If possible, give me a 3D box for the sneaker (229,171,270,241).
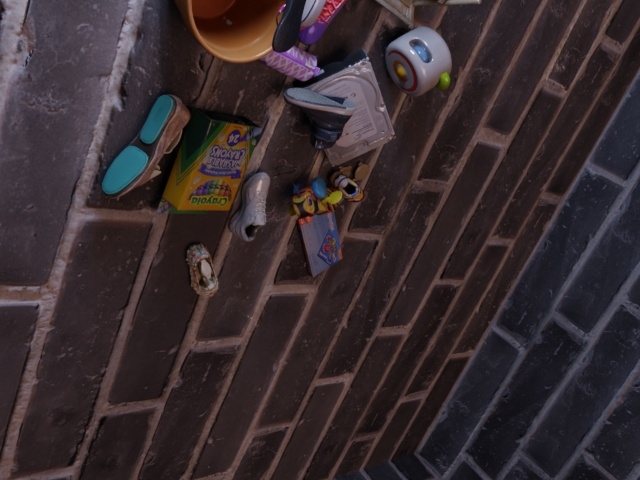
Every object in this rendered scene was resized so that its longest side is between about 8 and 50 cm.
[{"bbox_3d":[-0.197,-0.097,1.947,0.090,0.115,0.232,0,121,-42],"label":"sneaker"}]

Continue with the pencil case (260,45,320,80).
[{"bbox_3d":[-0.097,-0.506,1.731,0.206,0.088,0.086,10,112,-45],"label":"pencil case"}]

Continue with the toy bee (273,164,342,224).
[{"bbox_3d":[-0.045,-0.120,2.033,0.298,0.162,0.195,8,160,-36],"label":"toy bee"}]

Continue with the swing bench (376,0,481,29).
[{"bbox_3d":[0.287,-0.761,1.786,0.253,0.255,0.165,14,75,-48],"label":"swing bench"}]

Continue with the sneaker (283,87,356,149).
[{"bbox_3d":[-0.025,-0.351,1.834,0.226,0.086,0.163,9,131,-28],"label":"sneaker"}]

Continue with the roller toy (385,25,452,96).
[{"bbox_3d":[0.300,-0.560,1.969,0.146,0.209,0.191,-35,128,-15],"label":"roller toy"}]

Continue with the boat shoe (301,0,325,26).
[{"bbox_3d":[-0.054,-0.727,1.557,0.157,0.136,0.367,-8,123,-39],"label":"boat shoe"}]

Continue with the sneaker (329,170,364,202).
[{"bbox_3d":[0.106,-0.167,2.160,0.069,0.084,0.185,-52,139,8],"label":"sneaker"}]

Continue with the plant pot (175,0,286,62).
[{"bbox_3d":[-0.221,-0.589,1.461,0.291,0.203,0.290,-25,136,-27],"label":"plant pot"}]

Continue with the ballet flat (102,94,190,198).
[{"bbox_3d":[-0.441,-0.230,1.635,0.316,0.107,0.106,-52,154,5],"label":"ballet flat"}]

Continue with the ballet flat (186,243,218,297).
[{"bbox_3d":[-0.370,0.113,1.991,0.091,0.077,0.241,-32,138,-20],"label":"ballet flat"}]

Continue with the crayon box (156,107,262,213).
[{"bbox_3d":[-0.312,-0.197,1.762,0.203,0.083,0.322,-4,125,-54],"label":"crayon box"}]

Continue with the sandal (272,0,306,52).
[{"bbox_3d":[-0.074,-0.525,1.464,0.067,0.040,0.179,13,97,-53],"label":"sandal"}]

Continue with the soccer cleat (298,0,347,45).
[{"bbox_3d":[0.036,-0.673,1.693,0.109,0.116,0.318,14,111,-47],"label":"soccer cleat"}]

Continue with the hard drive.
[{"bbox_3d":[0.082,-0.398,1.938,0.237,0.064,0.339,-24,140,5],"label":"hard drive"}]

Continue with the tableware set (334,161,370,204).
[{"bbox_3d":[0.103,-0.202,2.211,0.141,0.020,0.168,-7,127,-36],"label":"tableware set"}]

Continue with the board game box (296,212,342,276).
[{"bbox_3d":[0.000,0.000,2.273,0.145,0.027,0.281,-31,137,-18],"label":"board game box"}]
